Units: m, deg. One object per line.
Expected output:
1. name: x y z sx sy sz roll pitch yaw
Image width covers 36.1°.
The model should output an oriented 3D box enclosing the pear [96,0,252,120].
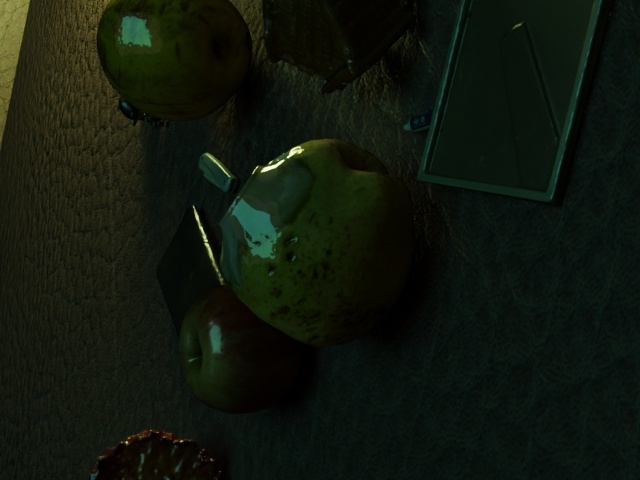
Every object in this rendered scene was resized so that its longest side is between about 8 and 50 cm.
1. pear: -0.260 -0.351 1.786 0.281 0.281 0.280 -29 55 52

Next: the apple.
1. apple: -0.119 0.161 1.470 0.209 0.164 0.209 0 90 62

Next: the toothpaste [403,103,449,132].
1. toothpaste: 0.156 -0.162 1.275 0.140 0.021 0.037 -13 72 52

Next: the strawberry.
1. strawberry: -0.281 0.419 1.624 0.178 0.234 0.233 152 128 -80

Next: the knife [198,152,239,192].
1. knife: -0.193 -0.124 1.830 0.162 0.023 0.044 42 112 56

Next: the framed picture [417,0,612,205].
1. framed picture: 0.230 -0.212 1.157 0.240 0.020 0.324 14 92 55

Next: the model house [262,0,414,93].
1. model house: 0.043 -0.341 1.412 0.229 0.199 0.219 38 154 31

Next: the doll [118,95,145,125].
1. doll: -0.403 -0.312 2.200 0.102 0.089 0.179 -59 11 27

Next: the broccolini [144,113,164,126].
1. broccolini: -0.297 -0.320 2.067 0.239 0.051 0.054 -40 71 37

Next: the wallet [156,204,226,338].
1. wallet: -0.229 0.080 1.796 0.170 0.044 0.321 -62 30 22

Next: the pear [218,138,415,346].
1. pear: 0.000 0.000 1.281 0.271 0.271 0.271 -29 55 52
